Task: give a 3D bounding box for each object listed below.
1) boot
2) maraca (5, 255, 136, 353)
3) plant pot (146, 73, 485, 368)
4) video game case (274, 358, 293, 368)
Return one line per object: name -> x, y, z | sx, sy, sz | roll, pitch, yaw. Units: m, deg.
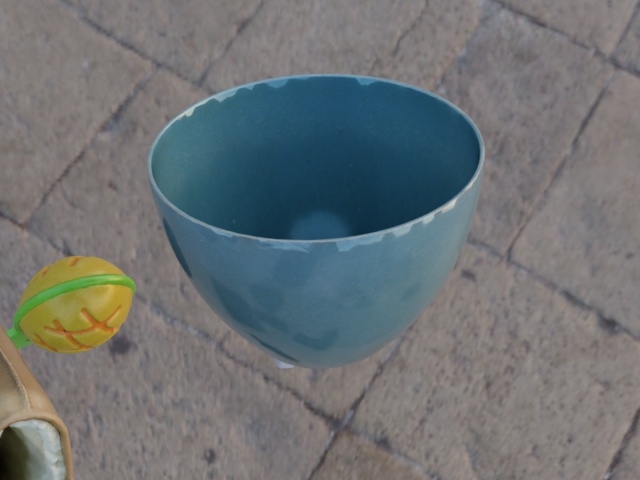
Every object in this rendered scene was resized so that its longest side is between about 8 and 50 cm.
boot -> -0.254, 0.142, 0.832 | 0.089, 0.236, 0.269 | -12, 34, -28
maraca -> -0.275, 0.078, 1.285 | 0.127, 0.186, 0.099 | 1, 64, -40
plant pot -> 0.000, 0.000, 1.073 | 0.290, 0.195, 0.290 | -2, 34, 1
video game case -> -0.067, -0.004, 1.998 | 0.036, 0.300, 0.329 | 2, 38, -27
